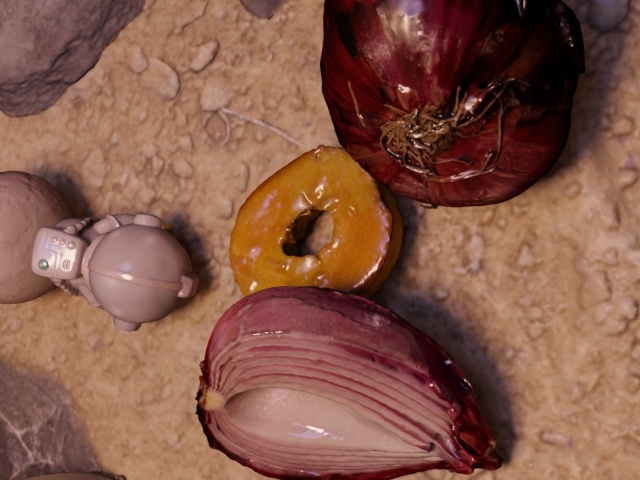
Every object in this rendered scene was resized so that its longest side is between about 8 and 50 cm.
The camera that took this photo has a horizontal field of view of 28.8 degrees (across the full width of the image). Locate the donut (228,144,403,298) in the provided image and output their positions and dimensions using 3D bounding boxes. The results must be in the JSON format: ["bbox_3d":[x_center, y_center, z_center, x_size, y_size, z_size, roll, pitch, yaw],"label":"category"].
[{"bbox_3d":[0.000,0.000,1.201,0.178,0.065,0.162,-27,67,24],"label":"donut"}]

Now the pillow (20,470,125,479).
[{"bbox_3d":[-0.260,0.362,1.259,0.169,0.059,0.255,-6,79,-16],"label":"pillow"}]

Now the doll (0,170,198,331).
[{"bbox_3d":[-0.257,0.014,1.295,0.287,0.151,0.151,13,90,26],"label":"doll"}]

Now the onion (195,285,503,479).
[{"bbox_3d":[0.033,0.133,1.123,0.283,0.227,0.120,18,50,-2],"label":"onion"}]

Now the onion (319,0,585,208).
[{"bbox_3d":[0.100,-0.158,1.049,0.221,0.281,0.281,-4,82,24],"label":"onion"}]
